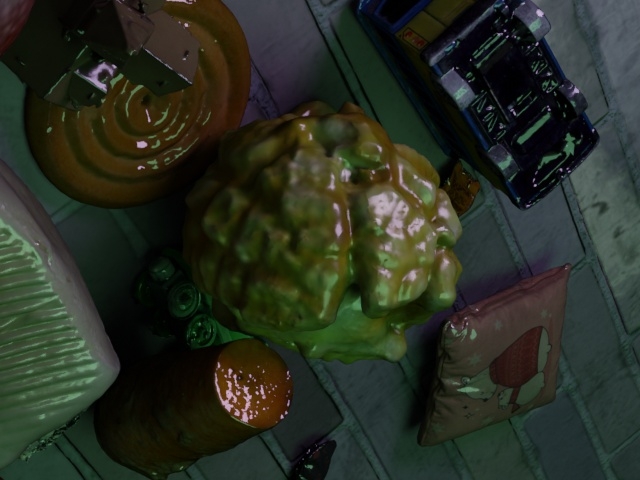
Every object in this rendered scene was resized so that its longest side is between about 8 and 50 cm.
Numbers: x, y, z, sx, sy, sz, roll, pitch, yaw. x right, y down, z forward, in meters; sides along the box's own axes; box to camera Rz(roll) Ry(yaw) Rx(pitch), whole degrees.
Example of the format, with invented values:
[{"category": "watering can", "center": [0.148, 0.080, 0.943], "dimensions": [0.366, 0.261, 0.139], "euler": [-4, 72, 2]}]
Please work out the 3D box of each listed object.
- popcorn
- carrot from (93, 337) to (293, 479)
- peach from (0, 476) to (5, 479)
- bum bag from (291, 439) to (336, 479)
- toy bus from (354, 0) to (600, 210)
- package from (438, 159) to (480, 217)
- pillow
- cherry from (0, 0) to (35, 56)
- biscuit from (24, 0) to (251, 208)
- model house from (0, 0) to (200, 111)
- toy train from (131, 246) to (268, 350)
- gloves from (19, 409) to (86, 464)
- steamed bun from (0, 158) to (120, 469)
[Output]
[{"category": "popcorn", "center": [-0.006, -0.001, 1.785], "dimensions": [0.279, 0.335, 0.274], "euler": [-14, 100, -37]}, {"category": "carrot", "center": [-0.149, 0.175, 1.823], "dimensions": [0.139, 0.138, 0.302], "euler": [-7, 166, -33]}, {"category": "peach", "center": [-0.415, 0.349, 1.812], "dimensions": [0.232, 0.257, 0.232], "euler": [17, 65, -39]}, {"category": "bum bag", "center": [-0.015, 0.308, 2.196], "dimensions": [0.058, 0.034, 0.124], "euler": [-12, 128, -47]}, {"category": "toy bus", "center": [0.180, -0.183, 1.895], "dimensions": [0.138, 0.175, 0.287], "euler": [-43, 136, -5]}, {"category": "package", "center": [0.151, -0.042, 2.075], "dimensions": [0.110, 0.033, 0.077], "euler": [-48, 126, -5]}, {"category": "pillow", "center": [0.232, 0.155, 2.236], "dimensions": [0.223, 0.084, 0.236], "euler": [-16, 132, -28]}, {"category": "cherry", "center": [-0.339, -0.290, 1.357], "dimensions": [0.335, 0.291, 0.326], "euler": [54, 46, -6]}, {"category": "biscuit", "center": [-0.181, -0.143, 1.755], "dimensions": [0.262, 0.037, 0.262], "euler": [-20, 129, -26]}, {"category": "model house", "center": [-0.181, -0.188, 1.545], "dimensions": [0.176, 0.248, 0.181], "euler": [36, 97, -26]}, {"category": "toy train", "center": [-0.124, 0.102, 1.942], "dimensions": [0.119, 0.085, 0.251], "euler": [-42, 134, -29]}, {"category": "gloves", "center": [-0.290, 0.167, 1.864], "dimensions": [0.153, 0.070, 0.114], "euler": [-50, 142, -16]}, {"category": "steamed bun", "center": [-0.368, 0.023, 1.600], "dimensions": [0.247, 0.236, 0.383], "euler": [-34, 129, 1]}]
